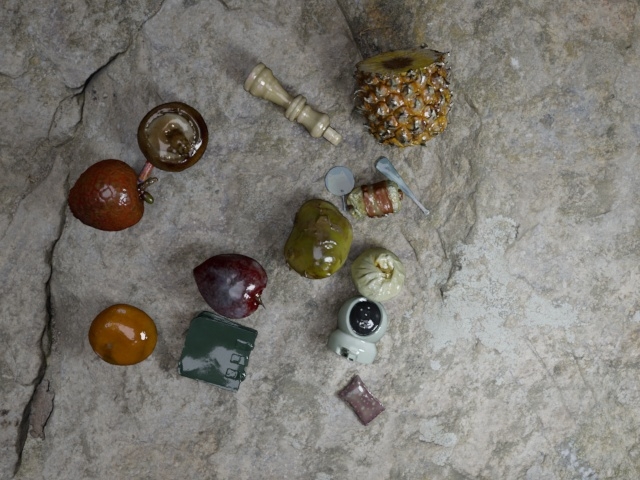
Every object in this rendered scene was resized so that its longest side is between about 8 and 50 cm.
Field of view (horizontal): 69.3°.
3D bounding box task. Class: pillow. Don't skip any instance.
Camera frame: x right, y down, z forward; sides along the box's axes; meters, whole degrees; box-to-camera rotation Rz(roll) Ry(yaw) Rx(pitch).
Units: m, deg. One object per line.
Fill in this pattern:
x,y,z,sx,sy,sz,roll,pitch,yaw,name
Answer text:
0.162,0.629,1.809,0.118,0.043,0.185,-41,94,-1,pillow

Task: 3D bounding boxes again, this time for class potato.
0.000,0.000,1.687,0.246,0.196,0.299,12,92,-4,potato

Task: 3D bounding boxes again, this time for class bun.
0.217,0.113,1.692,0.222,0.127,0.222,7,52,-9,bun

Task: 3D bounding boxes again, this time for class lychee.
-0.726,-0.161,1.634,0.300,0.255,0.255,-21,95,-28,lychee

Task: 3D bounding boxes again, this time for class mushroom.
-0.528,-0.369,1.662,0.253,0.153,0.253,0,88,-8,mushroom

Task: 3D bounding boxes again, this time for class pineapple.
0.283,-0.480,1.582,0.352,0.352,0.300,-15,119,-1,pineapple

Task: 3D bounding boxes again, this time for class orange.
-0.717,0.345,1.700,0.240,0.171,0.240,0,101,2,orange

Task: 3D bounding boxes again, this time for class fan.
0.315,-0.198,1.766,0.057,0.023,0.282,-41,93,0,fan
0.080,-0.195,1.765,0.113,0.005,0.175,-11,93,-1,fan

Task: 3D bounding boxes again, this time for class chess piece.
-0.086,-0.483,1.692,0.397,0.117,0.117,35,92,-6,chess piece

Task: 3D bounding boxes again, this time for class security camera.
0.148,0.318,1.720,0.195,0.194,0.236,23,88,-3,security camera

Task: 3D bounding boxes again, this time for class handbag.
-0.387,0.420,1.762,0.260,0.079,0.247,19,94,-4,handbag

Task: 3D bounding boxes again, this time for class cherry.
-0.321,0.158,1.683,0.300,0.203,0.230,23,100,5,cherry

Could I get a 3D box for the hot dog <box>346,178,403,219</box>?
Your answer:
0.202,-0.153,1.730,0.213,0.103,0.146,-5,116,8,hot dog

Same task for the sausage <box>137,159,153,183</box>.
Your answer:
-0.645,-0.267,1.726,0.034,0.034,0.129,30,92,-4,sausage
